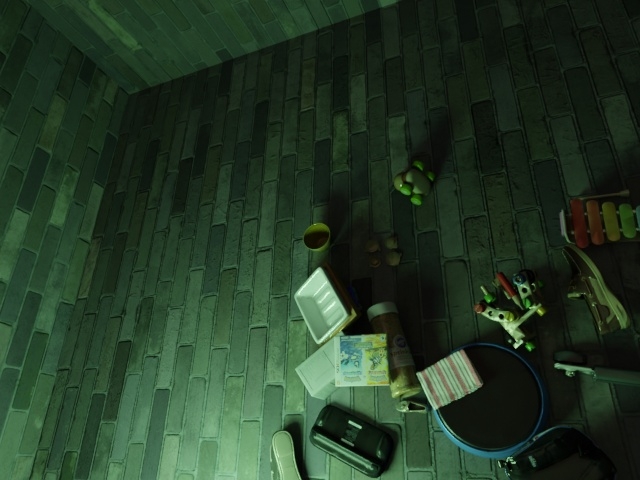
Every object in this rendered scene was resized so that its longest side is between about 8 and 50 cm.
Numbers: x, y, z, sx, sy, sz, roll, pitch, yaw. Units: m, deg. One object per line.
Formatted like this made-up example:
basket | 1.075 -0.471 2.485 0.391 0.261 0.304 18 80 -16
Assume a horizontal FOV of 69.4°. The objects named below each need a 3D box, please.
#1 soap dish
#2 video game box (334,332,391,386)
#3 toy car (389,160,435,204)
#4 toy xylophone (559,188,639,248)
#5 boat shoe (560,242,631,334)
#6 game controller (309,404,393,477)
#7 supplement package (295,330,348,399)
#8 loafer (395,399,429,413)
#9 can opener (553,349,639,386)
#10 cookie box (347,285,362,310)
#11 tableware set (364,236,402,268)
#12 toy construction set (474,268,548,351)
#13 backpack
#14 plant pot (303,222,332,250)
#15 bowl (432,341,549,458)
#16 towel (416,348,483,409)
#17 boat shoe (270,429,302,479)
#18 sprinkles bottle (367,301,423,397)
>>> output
soap dish | 0.031 0.271 1.935 0.229 0.118 0.290 -49 49 24
video game box | 0.154 0.445 1.720 0.205 0.048 0.186 -7 73 15
toy car | 0.390 -0.255 2.087 0.188 0.149 0.155 3 60 58
toy xylophone | 1.043 -0.085 1.690 0.323 0.081 0.236 -10 62 17
boat shoe | 0.921 0.165 1.610 0.123 0.123 0.341 -28 60 14
game controller | 0.112 0.751 1.746 0.319 0.067 0.166 16 59 30
supplement package | 0.050 0.499 1.844 0.244 0.134 0.139 -40 57 3
loafer | 0.336 0.614 1.709 0.125 0.039 0.045 -3 65 24
can opener | 0.915 0.419 1.511 0.281 0.074 0.093 6 68 27
cookie box | 0.118 0.263 1.986 0.092 0.040 0.107 -27 58 13
tableware set | 0.273 0.052 2.030 0.169 0.020 0.140 -9 64 20
toy construction set | 0.686 0.245 1.586 0.258 0.309 0.237 -36 61 15
backpack | 0.728 0.696 1.383 0.263 0.213 0.276 -45 61 9
plant pot | 0.000 0.000 2.138 0.134 0.095 0.134 -11 61 21
bowl | 0.578 0.544 1.609 0.392 0.077 0.390 -10 62 21
towel | 0.452 0.488 1.631 0.197 0.029 0.144 -31 56 9
boat shoe | -0.131 0.905 1.771 0.112 0.095 0.334 -2 63 -16
sprinkles bottle | 0.283 0.417 1.784 0.121 0.121 0.355 -23 59 14
